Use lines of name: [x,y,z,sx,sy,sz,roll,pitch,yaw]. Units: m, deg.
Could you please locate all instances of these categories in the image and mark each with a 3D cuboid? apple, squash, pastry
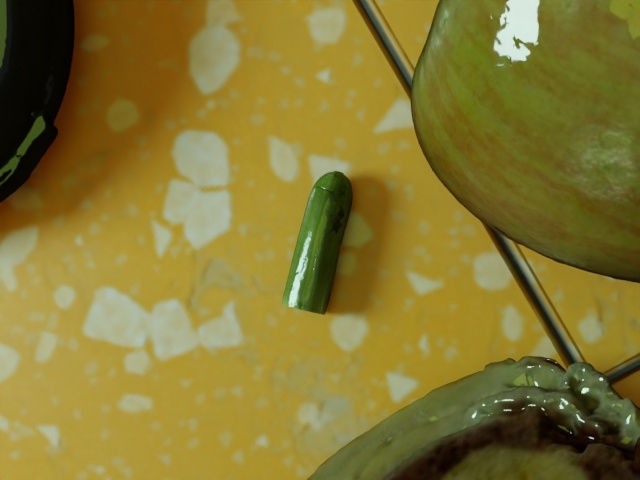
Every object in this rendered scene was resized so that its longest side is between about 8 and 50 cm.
apple: [0.180,-0.099,0.684,0.264,0.264,0.264,-1,86,11]
squash: [0.000,0.000,0.822,0.027,0.027,0.083,13,90,12]
pastry: [0.098,0.196,0.716,0.256,0.237,0.170,-43,118,-1]

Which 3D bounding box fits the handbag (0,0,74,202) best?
handbag: [-0.296,-0.114,0.855,0.308,0.093,0.254,-17,83,10]
